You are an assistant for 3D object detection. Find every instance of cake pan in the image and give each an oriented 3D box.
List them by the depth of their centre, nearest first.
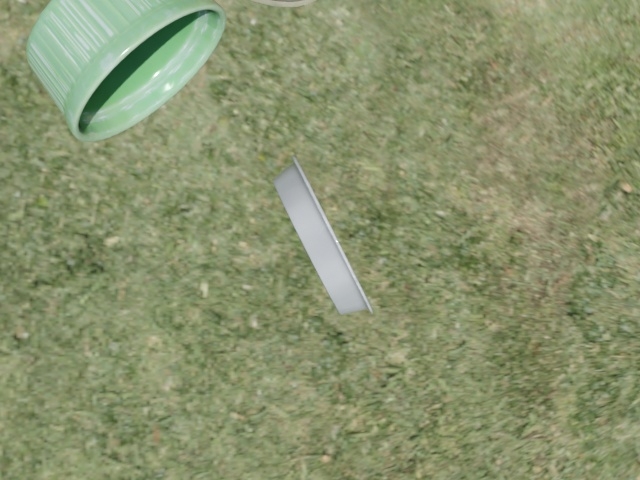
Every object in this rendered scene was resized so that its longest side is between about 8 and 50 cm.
[{"bbox_3d":[0.000,0.000,1.718,0.054,0.293,0.293,-27,73,0],"label":"cake pan"}]

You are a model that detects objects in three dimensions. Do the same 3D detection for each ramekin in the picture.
[{"bbox_3d":[-0.307,-0.308,1.617,0.303,0.303,0.148,-43,84,15],"label":"ramekin"}]

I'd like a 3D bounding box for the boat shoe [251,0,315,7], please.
[{"bbox_3d":[-0.103,-0.335,0.949,0.113,0.103,0.302,-39,73,-18],"label":"boat shoe"}]
